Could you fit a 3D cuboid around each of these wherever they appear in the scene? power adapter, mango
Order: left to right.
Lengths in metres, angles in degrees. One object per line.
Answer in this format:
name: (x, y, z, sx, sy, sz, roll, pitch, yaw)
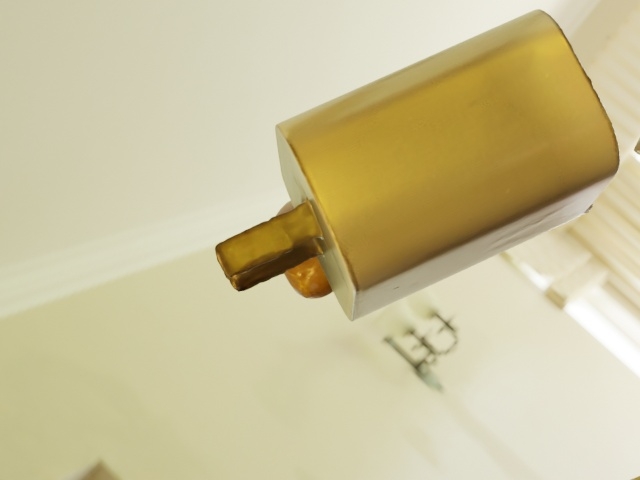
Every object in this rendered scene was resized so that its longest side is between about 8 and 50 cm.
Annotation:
mango: (0.000, 0.000, 0.996, 0.080, 0.060, 0.114, -19, 31, 28)
power adapter: (0.050, -0.033, 0.830, 0.255, 0.124, 0.187, -24, -12, -4)

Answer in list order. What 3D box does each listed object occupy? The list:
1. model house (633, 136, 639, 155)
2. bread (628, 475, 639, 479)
model house: (0.151, -0.075, 0.135, 0.206, 0.271, 0.178, 35, -95, -36)
bread: (0.316, 0.245, 1.046, 0.245, 0.102, 0.094, -23, 19, 8)
